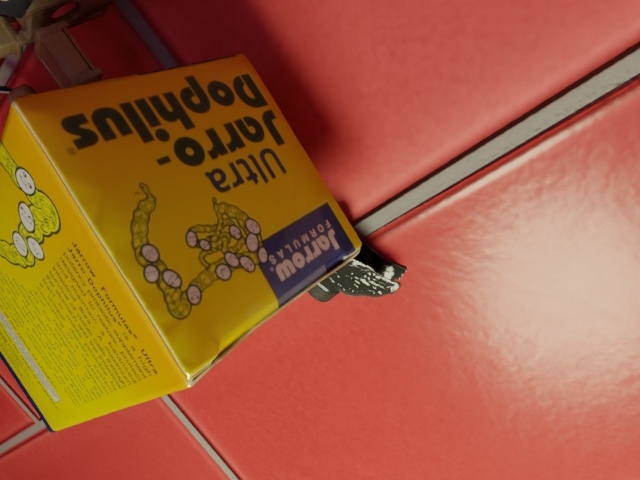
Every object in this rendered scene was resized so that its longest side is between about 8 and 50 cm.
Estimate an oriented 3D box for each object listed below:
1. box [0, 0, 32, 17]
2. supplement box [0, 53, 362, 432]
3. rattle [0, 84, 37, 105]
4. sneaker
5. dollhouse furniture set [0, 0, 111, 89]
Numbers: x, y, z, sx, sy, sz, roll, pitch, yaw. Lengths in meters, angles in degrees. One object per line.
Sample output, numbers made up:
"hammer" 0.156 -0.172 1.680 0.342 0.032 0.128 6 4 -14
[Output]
"box" -0.243 -0.382 0.279 0.312 0.178 0.344 -29 79 35
"supplement box" -0.174 0.025 0.470 0.356 0.194 0.195 -30 94 45
"rattle" -0.271 -0.149 0.566 0.130 0.143 0.199 44 179 -43
"sneaker" -0.001 0.001 0.511 0.170 0.051 0.089 46 125 -8
"dollhouse furniture set" -0.273 -0.224 0.519 0.182 0.101 0.160 55 149 -9
